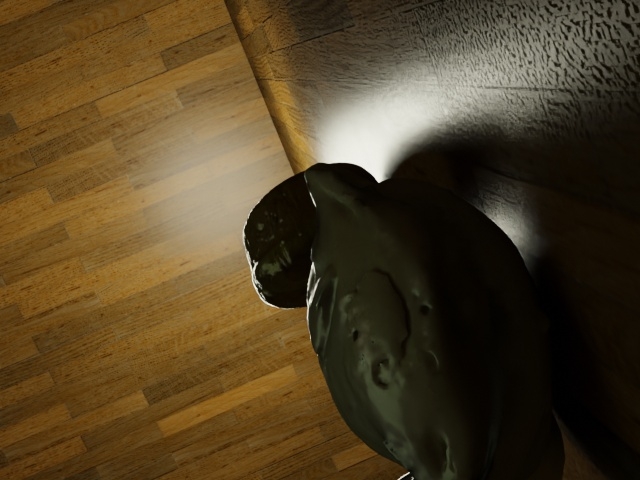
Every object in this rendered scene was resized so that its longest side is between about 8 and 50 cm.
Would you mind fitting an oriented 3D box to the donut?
[{"bbox_3d":[0.000,0.000,1.192,0.261,0.208,0.128,90,158,-70],"label":"donut"}]

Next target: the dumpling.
[{"bbox_3d":[0.109,0.070,0.693,0.243,0.187,0.318,7,-120,-47],"label":"dumpling"}]

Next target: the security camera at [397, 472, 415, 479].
[{"bbox_3d":[0.216,0.515,1.424,0.277,0.197,0.191,61,-173,-12],"label":"security camera"}]
